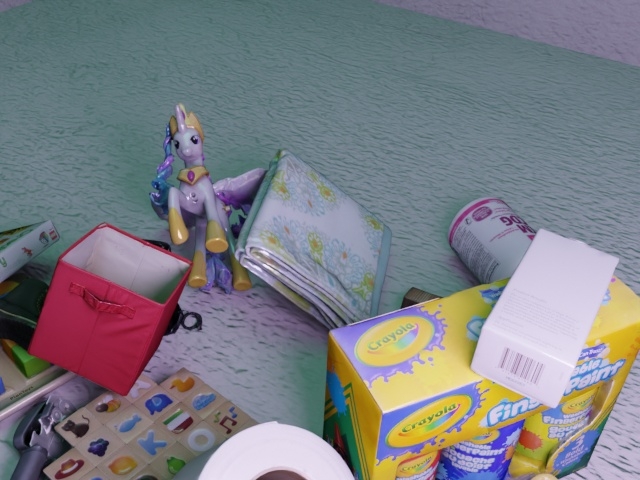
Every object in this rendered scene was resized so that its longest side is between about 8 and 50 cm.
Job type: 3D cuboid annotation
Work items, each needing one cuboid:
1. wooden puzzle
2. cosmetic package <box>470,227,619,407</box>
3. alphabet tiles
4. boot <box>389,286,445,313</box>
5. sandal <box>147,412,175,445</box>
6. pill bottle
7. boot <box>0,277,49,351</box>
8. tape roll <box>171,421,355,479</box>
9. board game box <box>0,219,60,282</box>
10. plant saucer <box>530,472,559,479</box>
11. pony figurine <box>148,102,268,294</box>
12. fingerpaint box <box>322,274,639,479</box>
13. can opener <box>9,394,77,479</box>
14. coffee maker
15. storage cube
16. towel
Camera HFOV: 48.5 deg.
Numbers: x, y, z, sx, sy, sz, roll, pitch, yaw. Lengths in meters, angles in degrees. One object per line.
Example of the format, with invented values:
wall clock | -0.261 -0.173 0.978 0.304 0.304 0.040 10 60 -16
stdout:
wooden puzzle | -0.634 0.197 1.329 0.348 0.080 0.322 32 47 32
cosmetic package | 0.293 0.092 0.917 0.117 0.085 0.231 25 43 21
alphabet tiles | -0.250 0.339 1.127 0.343 0.011 0.285 28 45 30
boot | 0.220 0.215 1.353 0.220 0.109 0.283 25 36 20
sandal | -0.316 0.359 1.170 0.097 0.054 0.254 8 41 23
pill bottle | 0.409 0.043 1.520 0.160 0.160 0.283 -13 41 -19
boot | -0.518 0.132 1.317 0.198 0.076 0.137 21 37 14
tape roll | -0.085 0.387 0.963 0.246 0.169 0.246 13 60 -24
board game box | -0.696 0.060 1.430 0.193 0.053 0.305 -11 22 24
plant saucer | 0.350 0.531 0.957 0.333 0.081 0.333 32 47 33
pony figurine | -0.236 -0.071 1.520 0.303 0.351 0.363 -15 60 3
fingerpaint box | 0.235 0.253 1.073 0.445 0.371 0.163 -14 41 -21
can opener | -0.468 0.374 1.141 0.095 0.076 0.283 -22 33 21
coffee maker | -0.328 0.092 1.402 0.171 0.178 0.120 -7 40 -12
storage cube | -0.355 0.113 1.214 0.184 0.193 0.215 25 21 -4
towel | 0.000 0.000 1.473 0.320 0.090 0.374 40 35 -18
